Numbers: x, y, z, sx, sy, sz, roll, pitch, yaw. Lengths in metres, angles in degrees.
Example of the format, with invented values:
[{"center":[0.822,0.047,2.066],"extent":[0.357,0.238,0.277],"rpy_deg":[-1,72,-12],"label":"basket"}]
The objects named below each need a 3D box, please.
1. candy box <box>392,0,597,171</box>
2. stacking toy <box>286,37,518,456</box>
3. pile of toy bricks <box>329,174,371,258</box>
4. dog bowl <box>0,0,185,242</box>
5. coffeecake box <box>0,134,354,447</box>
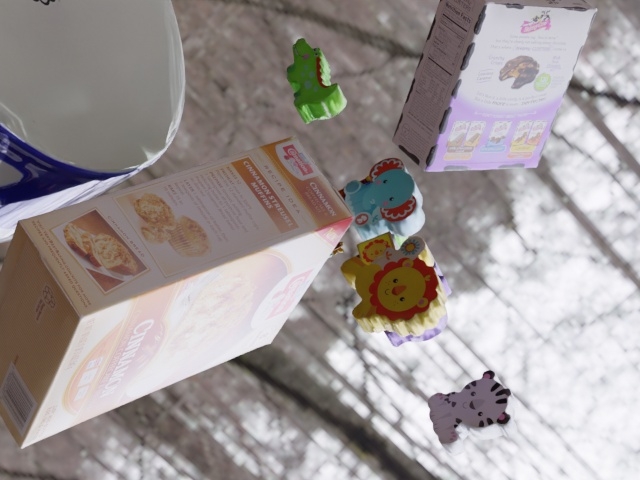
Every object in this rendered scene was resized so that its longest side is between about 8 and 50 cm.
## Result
[{"center":[0.186,-0.176,1.443],"extent":[0.070,0.165,0.196],"rpy_deg":[46,-52,43],"label":"candy box"},{"center":[0.048,0.002,0.797],"extent":[0.052,0.167,0.221],"rpy_deg":[-23,-130,8],"label":"stacking toy"},{"center":[0.000,0.000,1.677],"extent":[0.212,0.118,0.105],"rpy_deg":[-24,171,-12],"label":"pile of toy bricks"},{"center":[-0.201,-0.137,0.790],"extent":[0.104,0.265,0.265],"rpy_deg":[-25,-155,28],"label":"dog bowl"},{"center":[-0.092,0.028,0.773],"extent":[0.185,0.068,0.142],"rpy_deg":[-21,156,-37],"label":"coffeecake box"}]
